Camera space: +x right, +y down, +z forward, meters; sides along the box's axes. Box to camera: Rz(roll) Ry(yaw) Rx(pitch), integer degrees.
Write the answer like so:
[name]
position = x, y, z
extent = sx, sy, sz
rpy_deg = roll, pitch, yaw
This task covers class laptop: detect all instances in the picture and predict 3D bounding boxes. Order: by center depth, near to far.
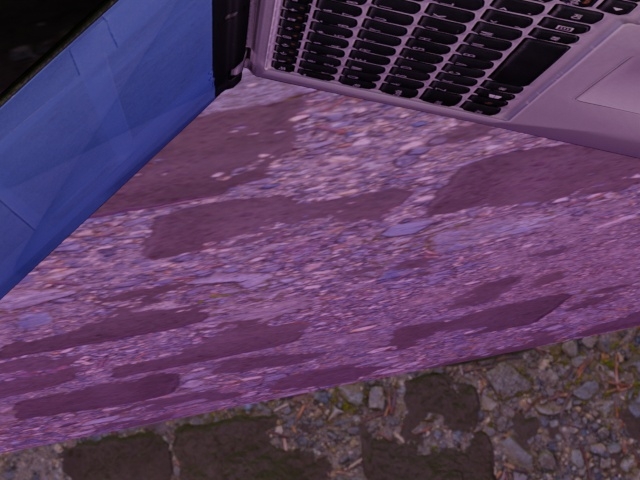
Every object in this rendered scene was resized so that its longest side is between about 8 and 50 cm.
[laptop]
position = 0.000, 0.000, 0.717
extent = 0.408, 0.236, 0.382
rpy_deg = 12, 175, -3
